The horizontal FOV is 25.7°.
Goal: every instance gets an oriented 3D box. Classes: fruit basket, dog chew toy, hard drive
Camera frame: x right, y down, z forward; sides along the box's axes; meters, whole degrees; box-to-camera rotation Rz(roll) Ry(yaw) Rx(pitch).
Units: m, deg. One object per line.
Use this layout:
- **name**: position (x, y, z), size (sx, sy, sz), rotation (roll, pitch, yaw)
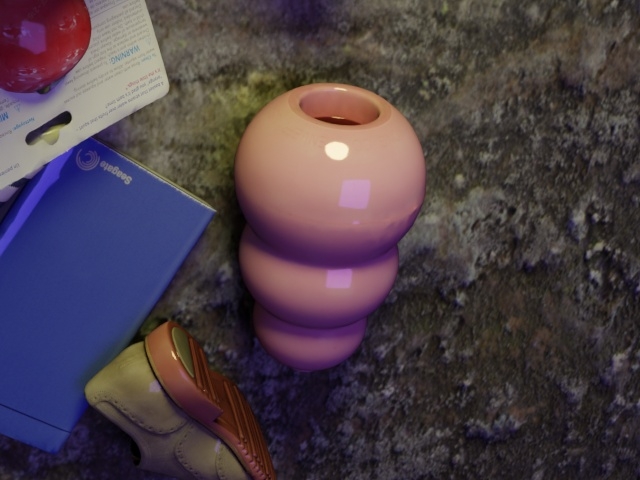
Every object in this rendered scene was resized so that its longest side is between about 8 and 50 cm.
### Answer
- **fruit basket**: position (-0.289, -0.231, 1.200), size (0.327, 0.165, 0.353), rotation (-38, 128, -43)
- **dog chew toy**: position (0.000, 0.000, 1.536), size (0.206, 0.206, 0.332), rotation (-12, 127, -30)
- **hard drive**: position (-0.274, 0.053, 1.466), size (0.210, 0.040, 0.319), rotation (32, 93, -40)

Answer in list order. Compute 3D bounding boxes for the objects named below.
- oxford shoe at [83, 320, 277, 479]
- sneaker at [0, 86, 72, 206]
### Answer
- **oxford shoe**: position (-0.149, 0.219, 1.599), size (0.130, 0.123, 0.348), rotation (-26, 135, 5)
- **sneaker**: position (-0.334, -0.070, 1.330), size (0.350, 0.131, 0.148), rotation (-42, 169, -29)
